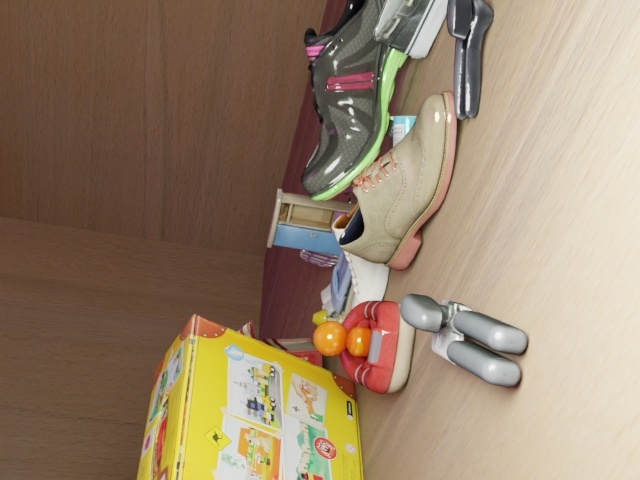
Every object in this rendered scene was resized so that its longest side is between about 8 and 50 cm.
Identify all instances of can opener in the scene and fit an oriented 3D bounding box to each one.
[{"bbox_3d":[0.209,-0.266,1.362,0.059,0.073,0.186,-160,70,-74],"label":"can opener"},{"bbox_3d":[0.167,0.119,1.150,0.280,0.093,0.074,-162,82,-77],"label":"can opener"}]

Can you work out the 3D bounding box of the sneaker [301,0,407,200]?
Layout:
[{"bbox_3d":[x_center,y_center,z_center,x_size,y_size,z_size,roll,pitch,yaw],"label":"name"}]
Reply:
[{"bbox_3d":[0.042,-0.310,1.823,0.185,0.202,0.483,8,80,69],"label":"sneaker"}]

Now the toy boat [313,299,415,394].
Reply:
[{"bbox_3d":[0.062,0.169,1.582,0.231,0.151,0.151,162,117,-81],"label":"toy boat"}]

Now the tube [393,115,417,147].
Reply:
[{"bbox_3d":[0.149,-0.114,1.666,0.080,0.052,0.207,-149,62,-83],"label":"tube"}]

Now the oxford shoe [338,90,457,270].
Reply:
[{"bbox_3d":[0.121,-0.090,1.504,0.123,0.130,0.348,-92,16,-51],"label":"oxford shoe"}]

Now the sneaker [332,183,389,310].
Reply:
[{"bbox_3d":[0.072,0.018,1.788,0.106,0.123,0.290,-104,23,-66],"label":"sneaker"}]

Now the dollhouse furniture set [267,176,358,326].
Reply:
[{"bbox_3d":[0.000,0.000,2.041,0.303,0.198,0.286,-93,14,-55],"label":"dollhouse furniture set"}]

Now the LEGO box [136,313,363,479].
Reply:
[{"bbox_3d":[-0.125,0.418,1.710,0.193,0.372,0.500,-54,20,29],"label":"LEGO box"}]

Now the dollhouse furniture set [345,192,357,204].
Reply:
[{"bbox_3d":[0.053,-0.148,2.238,0.114,0.081,0.091,-90,12,-48],"label":"dollhouse furniture set"}]

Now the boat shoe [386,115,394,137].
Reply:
[{"bbox_3d":[0.132,-0.230,1.886,0.133,0.049,0.042,-127,54,-73],"label":"boat shoe"}]

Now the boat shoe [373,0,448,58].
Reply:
[{"bbox_3d":[0.168,-0.448,1.613,0.335,0.119,0.121,107,168,-47],"label":"boat shoe"}]

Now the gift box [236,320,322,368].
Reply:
[{"bbox_3d":[-0.109,0.338,2.280,0.258,0.255,0.276,179,94,-80],"label":"gift box"}]

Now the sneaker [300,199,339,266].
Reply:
[{"bbox_3d":[0.019,-0.019,2.349,0.236,0.095,0.105,120,164,-57],"label":"sneaker"}]
